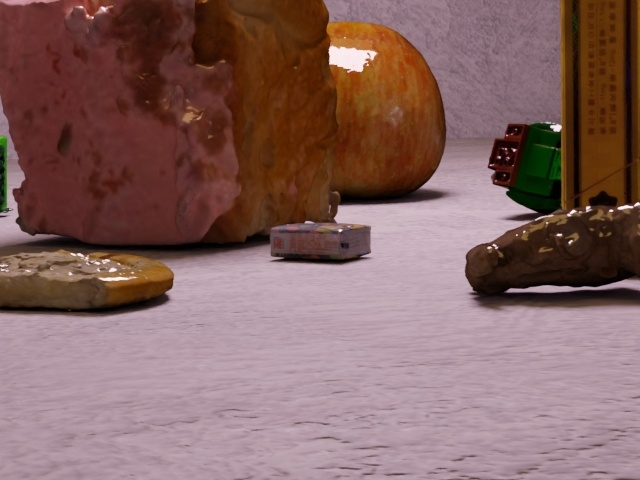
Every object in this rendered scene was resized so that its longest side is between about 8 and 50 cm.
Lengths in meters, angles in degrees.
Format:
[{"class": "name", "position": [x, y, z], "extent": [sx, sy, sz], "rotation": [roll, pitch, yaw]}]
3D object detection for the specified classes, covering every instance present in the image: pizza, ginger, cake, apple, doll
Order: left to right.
[{"class": "pizza", "position": [-0.246, 0.031, 1.396], "extent": [0.262, 0.034, 0.181], "rotation": [-1, 7, 12]}, {"class": "cake", "position": [-0.171, -0.152, 1.842], "extent": [0.306, 0.314, 0.293], "rotation": [4, 10, 30]}, {"class": "apple", "position": [0.045, -0.184, 2.364], "extent": [0.277, 0.250, 0.309], "rotation": [-4, 4, -20]}, {"class": "doll", "position": [0.289, -0.083, 2.016], "extent": [0.134, 0.106, 0.186], "rotation": [11, -5, 33]}, {"class": "ginger", "position": [0.258, 0.011, 1.319], "extent": [0.290, 0.084, 0.122], "rotation": [-5, -11, 8]}]

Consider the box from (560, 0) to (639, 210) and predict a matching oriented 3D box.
[{"class": "box", "position": [0.297, -0.150, 1.704], "extent": [0.084, 0.301, 0.193], "rotation": [0, 6, 17]}]

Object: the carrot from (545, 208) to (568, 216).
[{"class": "carrot", "position": [0.298, -0.001, 1.429], "extent": [0.228, 0.069, 0.069], "rotation": [1, 6, 33]}]

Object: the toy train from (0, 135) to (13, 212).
[{"class": "toy train", "position": [-0.515, -0.086, 2.159], "extent": [0.188, 0.132, 0.243], "rotation": [5, 10, 17]}]

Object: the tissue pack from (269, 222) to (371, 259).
[{"class": "tissue pack", "position": [0.000, 0.000, 1.624], "extent": [0.083, 0.035, 0.063], "rotation": [3, 7, 30]}]
